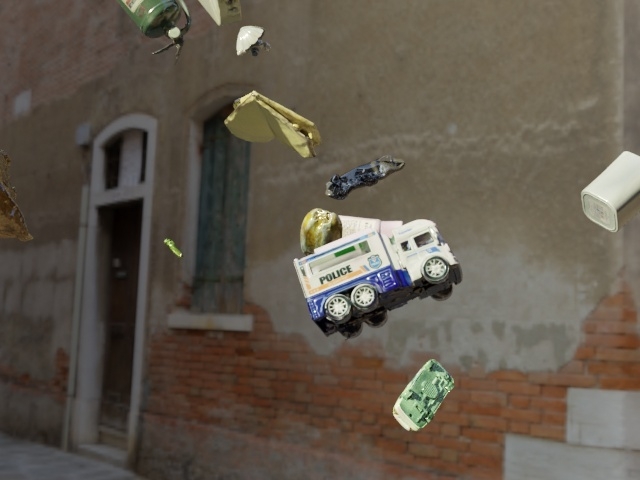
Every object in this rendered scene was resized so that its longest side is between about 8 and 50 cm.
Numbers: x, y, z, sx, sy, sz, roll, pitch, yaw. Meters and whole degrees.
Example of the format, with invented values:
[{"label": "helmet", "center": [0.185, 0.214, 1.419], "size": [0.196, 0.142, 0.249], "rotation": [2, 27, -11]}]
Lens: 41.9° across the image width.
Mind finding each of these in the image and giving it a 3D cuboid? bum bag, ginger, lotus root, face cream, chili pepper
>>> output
[{"label": "bum bag", "center": [0.097, -0.150, 1.889], "size": [0.197, 0.049, 0.087], "rotation": [-25, 26, -11]}, {"label": "ginger", "center": [-0.654, -0.105, 1.596], "size": [0.123, 0.270, 0.219], "rotation": [-22, 22, 21]}, {"label": "lotus root", "center": [0.000, 0.000, 2.246], "size": [0.113, 0.192, 0.088], "rotation": [17, 40, 11]}, {"label": "face cream", "center": [0.096, -0.005, 2.326], "size": [0.273, 0.154, 0.096], "rotation": [-1, -6, 10]}, {"label": "chili pepper", "center": [-0.401, 0.019, 2.271], "size": [0.083, 0.022, 0.027], "rotation": [43, 16, 28]}]

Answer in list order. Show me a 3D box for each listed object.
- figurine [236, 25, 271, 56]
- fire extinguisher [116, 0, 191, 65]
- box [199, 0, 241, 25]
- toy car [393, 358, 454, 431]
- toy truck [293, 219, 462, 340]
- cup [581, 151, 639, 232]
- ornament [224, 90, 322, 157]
[{"label": "figurine", "center": [-0.177, -0.506, 2.141], "size": [0.094, 0.086, 0.082], "rotation": [-35, -39, 14]}, {"label": "fire extinguisher", "center": [-0.345, -0.475, 1.630], "size": [0.118, 0.294, 0.093], "rotation": [-40, -7, -4]}, {"label": "box", "center": [-0.323, -0.827, 2.339], "size": [0.090, 0.367, 0.373], "rotation": [-20, 41, -14]}, {"label": "toy car", "center": [0.253, 0.387, 2.082], "size": [0.076, 0.090, 0.224], "rotation": [-46, -4, 39]}, {"label": "toy truck", "center": [0.102, 0.056, 1.469], "size": [0.268, 0.155, 0.124], "rotation": [-23, -25, 4]}, {"label": "cup", "center": [0.578, -0.083, 1.601], "size": [0.095, 0.129, 0.128], "rotation": [41, -17, 42]}, {"label": "ornament", "center": [-0.103, -0.243, 1.675], "size": [0.201, 0.059, 0.180], "rotation": [18, -20, 23]}]
